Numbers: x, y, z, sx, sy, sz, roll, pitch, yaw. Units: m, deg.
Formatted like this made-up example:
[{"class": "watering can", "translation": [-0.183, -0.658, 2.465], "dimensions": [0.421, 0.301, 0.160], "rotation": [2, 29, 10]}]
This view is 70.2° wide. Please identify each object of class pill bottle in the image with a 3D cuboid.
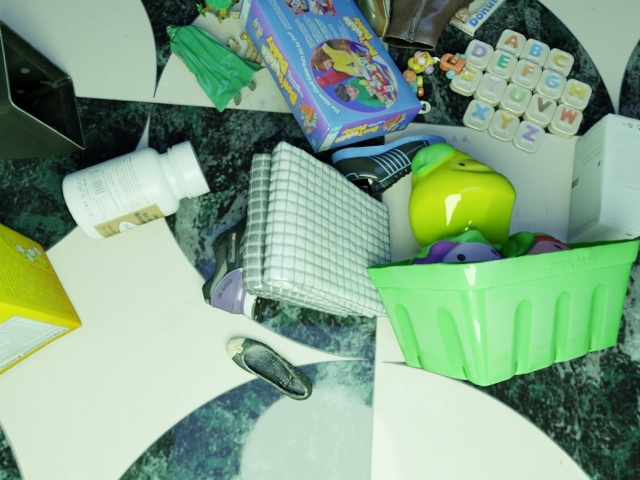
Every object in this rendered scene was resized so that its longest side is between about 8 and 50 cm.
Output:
[{"class": "pill bottle", "translation": [-0.333, -0.098, 0.845], "dimensions": [0.229, 0.131, 0.131], "rotation": [-22, 74, -8]}]

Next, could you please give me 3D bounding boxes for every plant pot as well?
[{"class": "plant pot", "translation": [-0.601, -0.262, 0.876], "dimensions": [0.167, 0.187, 0.188], "rotation": [-20, 74, 5]}]

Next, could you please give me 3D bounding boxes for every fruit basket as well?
[{"class": "fruit basket", "translation": [0.267, 0.002, 0.726], "dimensions": [0.392, 0.283, 0.391], "rotation": [2, 85, -27]}]

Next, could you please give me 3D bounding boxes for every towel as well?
[{"class": "towel", "translation": [0.000, 0.000, 0.764], "dimensions": [0.121, 0.284, 0.234], "rotation": [-20, 60, 38]}]

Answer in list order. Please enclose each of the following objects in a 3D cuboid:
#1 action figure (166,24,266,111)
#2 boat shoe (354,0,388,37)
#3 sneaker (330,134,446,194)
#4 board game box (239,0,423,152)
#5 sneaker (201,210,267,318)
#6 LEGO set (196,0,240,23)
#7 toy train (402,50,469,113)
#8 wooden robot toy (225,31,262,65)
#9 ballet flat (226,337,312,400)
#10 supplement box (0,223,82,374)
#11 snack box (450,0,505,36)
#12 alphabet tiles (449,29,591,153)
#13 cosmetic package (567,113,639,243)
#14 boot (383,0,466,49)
[{"class": "action figure", "translation": [-0.244, -0.388, 0.974], "dimensions": [0.232, 0.063, 0.137], "rotation": [42, 78, 8]}, {"class": "boat shoe", "translation": [0.109, -0.604, 1.021], "dimensions": [0.120, 0.122, 0.323], "rotation": [-10, 73, -10]}, {"class": "sneaker", "translation": [0.139, -0.142, 0.898], "dimensions": [0.233, 0.081, 0.090], "rotation": [-10, 75, 3]}, {"class": "board game box", "translation": [0.018, -0.362, 0.918], "dimensions": [0.233, 0.078, 0.347], "rotation": [-20, 74, -29]}, {"class": "sneaker", "translation": [-0.138, -0.008, 0.838], "dimensions": [0.124, 0.107, 0.283], "rotation": [13, 72, 9]}, {"class": "LEGO set", "translation": [-0.146, -0.625, 1.023], "dimensions": [0.331, 0.192, 0.254], "rotation": [-27, 104, -6]}, {"class": "toy train", "translation": [0.234, -0.356, 0.970], "dimensions": [0.125, 0.046, 0.166], "rotation": [36, 78, 19]}, {"class": "wooden robot toy", "translation": [-0.132, -0.421, 0.979], "dimensions": [0.173, 0.079, 0.076], "rotation": [17, 73, 5]}, {"class": "ballet flat", "translation": [-0.088, 0.218, 0.791], "dimensions": [0.173, 0.049, 0.057], "rotation": [28, 73, 8]}, {"class": "supplement box", "translation": [-0.559, 0.076, 0.667], "dimensions": [0.194, 0.356, 0.195], "rotation": [-32, 75, -11]}, {"class": "snack box", "translation": [0.380, -0.550, 1.057], "dimensions": [0.064, 0.022, 0.178], "rotation": [39, 76, 12]}, {"class": "alphabet tiles", "translation": [0.435, -0.332, 0.990], "dimensions": [0.284, 0.021, 0.277], "rotation": [26, 74, 8]}, {"class": "cosmetic package", "translation": [0.548, -0.108, 0.871], "dimensions": [0.086, 0.117, 0.231], "rotation": [15, 71, 4]}, {"class": "boot", "translation": [0.279, -0.510, 1.009], "dimensions": [0.249, 0.090, 0.206], "rotation": [13, 80, 15]}]
